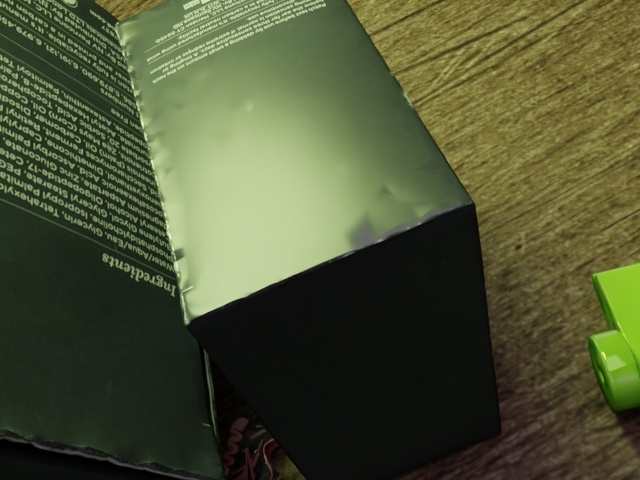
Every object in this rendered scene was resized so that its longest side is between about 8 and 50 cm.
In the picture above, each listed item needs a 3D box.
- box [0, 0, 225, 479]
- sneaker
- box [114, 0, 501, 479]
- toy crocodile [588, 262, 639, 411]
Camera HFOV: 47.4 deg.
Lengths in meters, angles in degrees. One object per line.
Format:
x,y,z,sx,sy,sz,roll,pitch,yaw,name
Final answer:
-0.371,0.056,0.632,0.479,0.297,0.472,-33,52,23,box
-0.065,0.224,0.671,0.057,0.047,0.119,7,59,9,sneaker
0.000,0.000,0.617,0.178,0.343,0.313,-22,52,1,box
0.302,0.154,0.569,0.115,0.105,0.341,-18,47,6,toy crocodile
